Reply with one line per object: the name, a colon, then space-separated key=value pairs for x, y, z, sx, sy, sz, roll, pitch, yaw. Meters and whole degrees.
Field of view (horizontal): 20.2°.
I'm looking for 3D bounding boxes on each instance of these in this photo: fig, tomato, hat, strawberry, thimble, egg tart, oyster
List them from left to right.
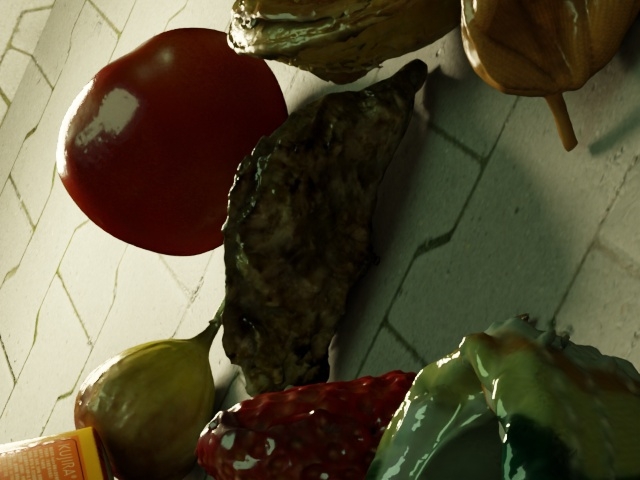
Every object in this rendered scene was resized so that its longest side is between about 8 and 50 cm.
fig: x=-0.173 y=0.158 z=2.066 sx=0.257 sy=0.159 sz=0.159 roll=-55 pitch=21 yaw=-11
tomato: x=-0.168 y=-0.103 z=2.125 sx=0.226 sy=0.298 sz=0.298 roll=55 pitch=133 yaw=14
oyster: x=-0.008 y=-0.017 z=1.786 sx=0.111 sy=0.204 sz=0.396 roll=18 pitch=89 yaw=30
strawberry: x=0.018 y=0.185 z=1.443 sx=0.205 sy=0.244 sz=0.205 roll=-41 pitch=38 yaw=43
egg tart: x=0.053 y=-0.231 z=1.814 sx=0.297 sy=0.132 sz=0.297 roll=-19 pitch=18 yaw=7
thimble: x=0.140 y=0.206 z=1.253 sx=0.254 sy=0.167 sz=0.288 roll=-13 pitch=60 yaw=63
hat: x=0.207 y=-0.192 z=1.518 sx=0.233 sy=0.244 sz=0.233 roll=-34 pitch=-64 yaw=-81

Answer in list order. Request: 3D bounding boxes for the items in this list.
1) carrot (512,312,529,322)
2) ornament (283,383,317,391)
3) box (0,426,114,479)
carrot: x=0.112 y=0.120 z=1.558 sx=0.216 sy=0.048 sz=0.048 roll=-42 pitch=34 yaw=39
ornament: x=-0.051 y=0.264 z=1.681 sx=0.285 sy=0.120 sz=0.130 roll=-62 pitch=13 yaw=11
box: x=-0.294 y=0.388 z=1.906 sx=0.283 sy=0.213 sz=0.259 roll=-116 pitch=16 yaw=-61
